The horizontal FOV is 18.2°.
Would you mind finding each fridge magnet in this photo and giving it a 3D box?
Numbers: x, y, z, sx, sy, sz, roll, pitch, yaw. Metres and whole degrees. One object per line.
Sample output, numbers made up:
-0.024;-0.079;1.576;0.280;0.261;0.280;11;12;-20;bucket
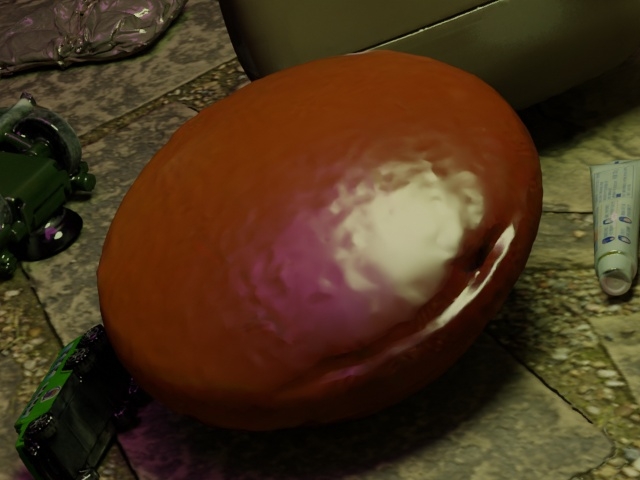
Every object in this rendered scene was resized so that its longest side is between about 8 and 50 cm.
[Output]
0.000;0.000;1.553;0.364;0.155;0.363;-15;46;16;fridge magnet

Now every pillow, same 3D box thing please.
-0.286;-0.251;2.376;0.248;0.049;0.135;-8;34;28;pillow

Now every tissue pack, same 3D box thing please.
0.111;-0.226;1.788;0.387;0.277;0.267;-23;13;-4;tissue pack

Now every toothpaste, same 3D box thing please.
0.241;-0.019;1.621;0.052;0.033;0.218;-8;26;13;toothpaste

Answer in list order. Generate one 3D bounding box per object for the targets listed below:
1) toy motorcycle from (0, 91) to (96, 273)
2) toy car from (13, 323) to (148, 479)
-0.351;-0.055;1.994;0.275;0.127;0.205;7;38;30;toy motorcycle
-0.197;0.139;1.586;0.062;0.071;0.165;-23;23;29;toy car
